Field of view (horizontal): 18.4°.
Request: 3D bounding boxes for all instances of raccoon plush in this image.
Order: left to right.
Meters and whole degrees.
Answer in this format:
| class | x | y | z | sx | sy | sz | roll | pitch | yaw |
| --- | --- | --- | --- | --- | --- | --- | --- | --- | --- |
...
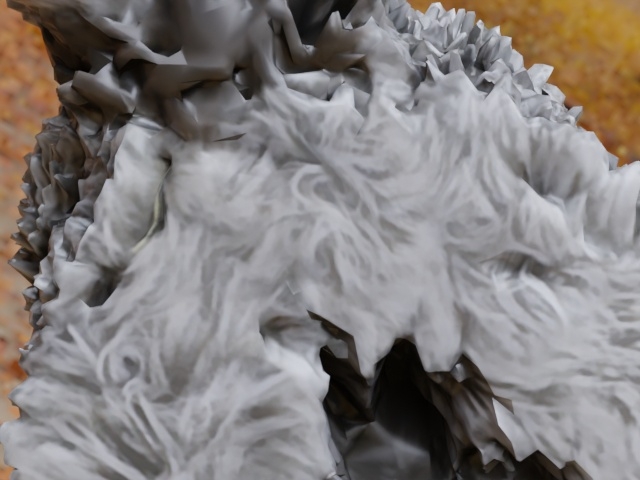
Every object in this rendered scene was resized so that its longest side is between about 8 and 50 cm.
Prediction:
| class | x | y | z | sx | sy | sz | roll | pitch | yaw |
| --- | --- | --- | --- | --- | --- | --- | --- | --- | --- |
| raccoon plush | 0.000 | 0.000 | 0.689 | 0.216 | 0.446 | 0.299 | -6 | -7 | -5 |
